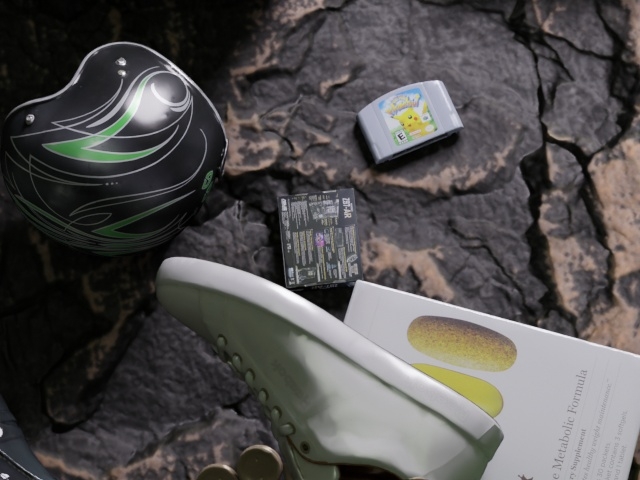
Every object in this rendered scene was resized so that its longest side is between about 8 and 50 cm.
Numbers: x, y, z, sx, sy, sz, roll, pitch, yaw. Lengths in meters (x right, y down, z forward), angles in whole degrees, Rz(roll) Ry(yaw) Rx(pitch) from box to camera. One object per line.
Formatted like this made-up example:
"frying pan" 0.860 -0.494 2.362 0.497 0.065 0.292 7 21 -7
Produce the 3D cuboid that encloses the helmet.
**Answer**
"helmet" -0.177 -0.066 1.590 0.169 0.169 0.161 36 62 12

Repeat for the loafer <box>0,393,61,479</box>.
"loafer" -0.281 0.160 1.571 0.223 0.076 0.078 30 85 15

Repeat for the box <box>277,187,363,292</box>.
"box" 0.000 0.000 1.635 0.067 0.018 0.083 -7 73 1

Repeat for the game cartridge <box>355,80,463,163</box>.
"game cartridge" 0.076 -0.106 1.665 0.083 0.017 0.056 -23 70 -4

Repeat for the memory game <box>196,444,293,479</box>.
"memory game" -0.032 0.251 1.525 0.186 0.012 0.186 2 100 9

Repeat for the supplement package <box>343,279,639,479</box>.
"supplement package" 0.128 0.140 1.527 0.244 0.134 0.139 14 75 7

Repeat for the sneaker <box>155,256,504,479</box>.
"sneaker" -0.017 0.117 1.416 0.290 0.106 0.123 30 76 13
